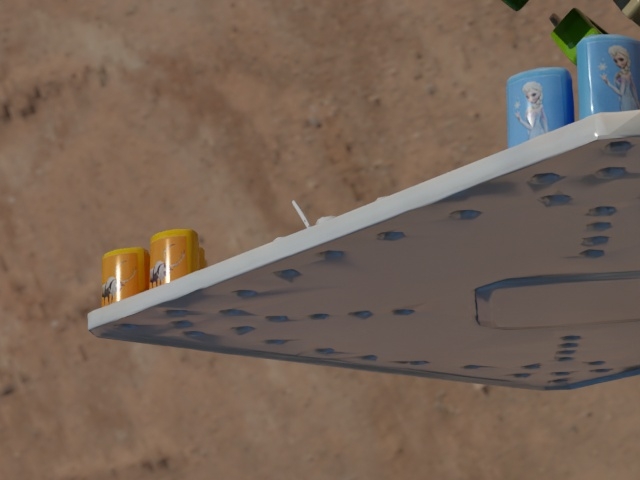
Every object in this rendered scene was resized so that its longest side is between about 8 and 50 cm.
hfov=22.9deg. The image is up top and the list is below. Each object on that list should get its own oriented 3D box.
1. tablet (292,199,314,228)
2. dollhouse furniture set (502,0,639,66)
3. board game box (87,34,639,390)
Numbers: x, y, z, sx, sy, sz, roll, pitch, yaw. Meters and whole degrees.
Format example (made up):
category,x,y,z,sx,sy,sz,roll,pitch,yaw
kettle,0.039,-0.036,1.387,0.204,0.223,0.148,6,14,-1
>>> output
category,x,y,z,sx,sy,sz,roll,pitch,yaw
tablet,0.000,0.000,1.537,0.083,0.006,0.054,53,-176,-45
dollhouse furniture set,0.292,-0.300,1.376,0.301,0.197,0.151,-49,21,18
board game box,0.138,0.011,0.851,0.390,0.390,0.050,-21,66,47
